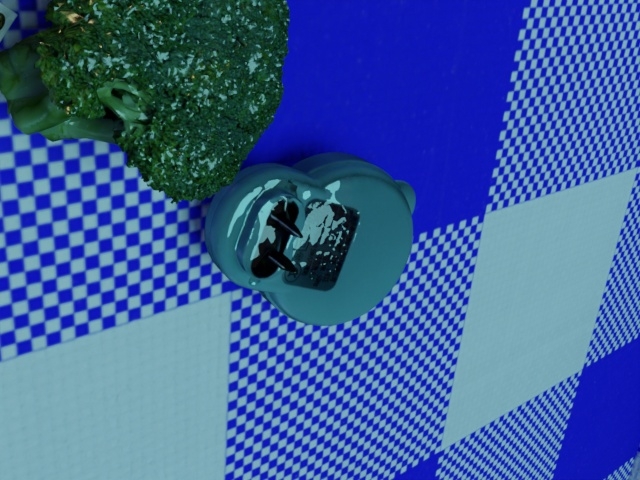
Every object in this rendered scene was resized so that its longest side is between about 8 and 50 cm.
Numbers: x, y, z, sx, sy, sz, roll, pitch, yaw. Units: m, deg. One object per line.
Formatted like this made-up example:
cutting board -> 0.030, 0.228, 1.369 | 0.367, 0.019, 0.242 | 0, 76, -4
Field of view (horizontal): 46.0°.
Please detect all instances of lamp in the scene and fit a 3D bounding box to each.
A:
lamp -> -0.008, -0.004, 0.888 | 0.284, 0.147, 0.209 | 6, 106, -54

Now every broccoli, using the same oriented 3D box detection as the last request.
broccoli -> -0.143, -0.162, 0.633 | 0.241, 0.269, 0.261 | -25, 162, 12

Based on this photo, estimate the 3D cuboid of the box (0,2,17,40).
box -> -0.286, -0.159, 0.609 | 0.083, 0.054, 0.024 | -58, 142, -2
